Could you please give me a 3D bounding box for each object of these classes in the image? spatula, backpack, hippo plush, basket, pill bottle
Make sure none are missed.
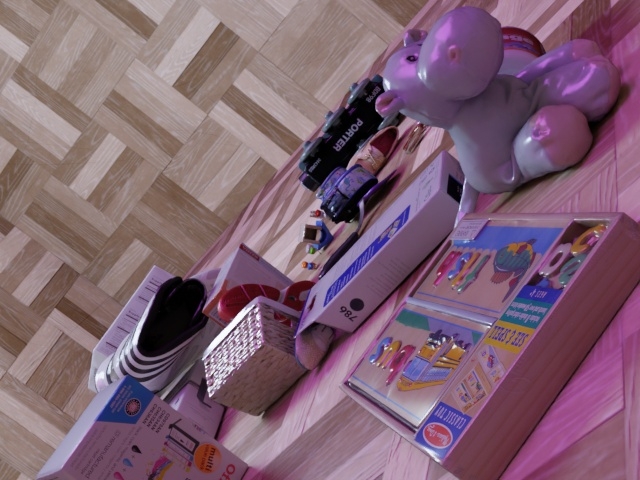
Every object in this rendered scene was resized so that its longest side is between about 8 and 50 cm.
[{"bbox_3d":[0.068,-0.032,1.982,0.296,0.030,0.084,-59,6,-34],"label":"spatula"},{"bbox_3d":[0.051,-0.100,2.083,0.114,0.084,0.105,-50,-12,14],"label":"backpack"},{"bbox_3d":[0.206,-0.194,1.328,0.294,0.236,0.234,-38,17,54],"label":"hippo plush"},{"bbox_3d":[-0.098,0.189,1.670,0.167,0.113,0.103,-46,34,29],"label":"basket"},{"bbox_3d":[0.274,-0.244,1.538,0.121,0.121,0.216,-48,11,23],"label":"pill bottle"}]

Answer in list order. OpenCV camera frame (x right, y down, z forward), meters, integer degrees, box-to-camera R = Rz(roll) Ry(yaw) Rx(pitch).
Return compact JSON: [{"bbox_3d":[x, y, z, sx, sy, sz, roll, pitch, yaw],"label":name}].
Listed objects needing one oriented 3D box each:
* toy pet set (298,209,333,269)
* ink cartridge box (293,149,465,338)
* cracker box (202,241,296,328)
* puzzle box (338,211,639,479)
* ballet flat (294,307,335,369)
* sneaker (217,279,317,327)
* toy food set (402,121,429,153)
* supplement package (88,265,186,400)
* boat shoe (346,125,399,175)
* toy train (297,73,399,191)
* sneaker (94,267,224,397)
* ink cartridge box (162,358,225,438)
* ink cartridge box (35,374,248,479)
[{"bbox_3d":[0.000,0.000,2.141,0.114,0.065,0.122,-170,89,-72],"label":"toy pet set"},{"bbox_3d":[0.094,0.022,1.582,0.332,0.065,0.165,-46,12,25],"label":"ink cartridge box"},{"bbox_3d":[-0.125,0.112,1.990,0.067,0.156,0.232,-49,10,21],"label":"cracker box"},{"bbox_3d":[0.157,0.091,1.082,0.272,0.052,0.409,-54,10,-7],"label":"puzzle box"},{"bbox_3d":[0.000,0.137,1.630,0.052,0.057,0.168,-36,16,25],"label":"ballet flat"},{"bbox_3d":[-0.094,0.140,1.782,0.128,0.221,0.087,-58,49,35],"label":"sneaker"},{"bbox_3d":[0.201,-0.222,2.108,0.122,0.019,0.078,-61,10,-5],"label":"toy food set"},{"bbox_3d":[-0.374,0.243,2.409,0.262,0.198,0.199,-59,-4,-36],"label":"supplement package"},{"bbox_3d":[0.111,-0.182,2.234,0.170,0.063,0.059,-56,5,-25],"label":"boat shoe"},{"bbox_3d":[0.074,-0.255,2.488,0.334,0.142,0.190,-50,0,11],"label":"toy train"},{"bbox_3d":[-0.240,0.146,2.081,0.257,0.169,0.447,-48,0,39],"label":"sneaker"},{"bbox_3d":[-0.256,0.342,1.954,0.158,0.092,0.218,-48,8,19],"label":"ink cartridge box"},{"bbox_3d":[-0.263,0.345,1.560,0.171,0.233,0.168,-57,13,-29],"label":"ink cartridge box"}]
